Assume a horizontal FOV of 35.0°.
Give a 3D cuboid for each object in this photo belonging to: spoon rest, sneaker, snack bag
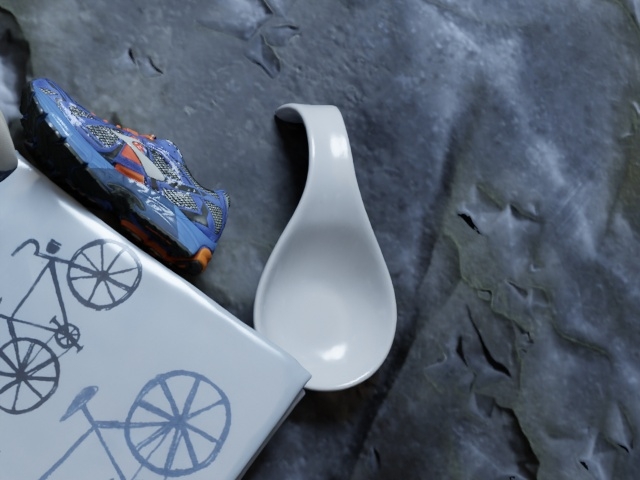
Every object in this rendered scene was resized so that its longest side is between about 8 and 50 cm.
[{"bbox_3d":[0.000,0.000,0.933,0.137,0.084,0.276,-1,79,-18],"label":"spoon rest"},{"bbox_3d":[-0.173,-0.065,0.901,0.221,0.083,0.087,43,58,-13],"label":"sneaker"},{"bbox_3d":[-0.232,0.140,0.842,0.343,0.037,0.323,37,73,1],"label":"snack bag"}]

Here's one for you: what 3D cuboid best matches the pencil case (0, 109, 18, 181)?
[{"bbox_3d":[-0.424,-0.018,0.751,0.410,0.160,0.183,-40,108,-19],"label":"pencil case"}]
